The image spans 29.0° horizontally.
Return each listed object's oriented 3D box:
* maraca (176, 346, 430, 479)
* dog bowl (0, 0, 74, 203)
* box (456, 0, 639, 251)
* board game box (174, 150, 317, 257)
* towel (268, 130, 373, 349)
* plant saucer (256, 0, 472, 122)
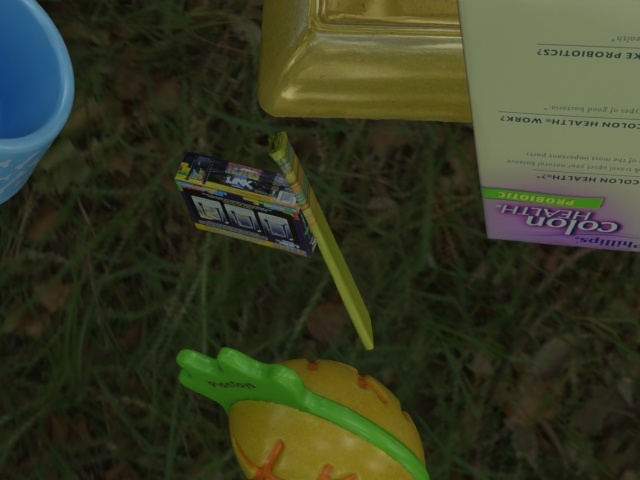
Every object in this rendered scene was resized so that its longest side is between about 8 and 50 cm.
[{"bbox_3d":[-0.009,0.117,0.769,0.185,0.127,0.099,40,57,-30],"label":"maraca"},{"bbox_3d":[-0.287,-0.129,0.785,0.297,0.074,0.166,23,54,-39],"label":"dog bowl"},{"bbox_3d":[0.194,-0.098,0.665,0.213,0.243,0.117,5,62,14],"label":"box"},{"bbox_3d":[-0.092,-0.046,1.618,0.170,0.141,0.048,15,67,14],"label":"board game box"},{"bbox_3d":[0.000,0.000,1.317,0.021,0.102,0.237,-23,104,7],"label":"towel"},{"bbox_3d":[0.114,-0.272,1.069,0.332,0.081,0.333,3,79,5],"label":"plant saucer"}]
